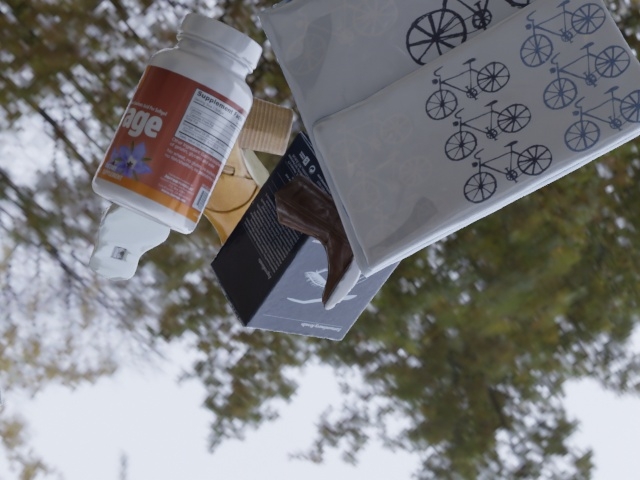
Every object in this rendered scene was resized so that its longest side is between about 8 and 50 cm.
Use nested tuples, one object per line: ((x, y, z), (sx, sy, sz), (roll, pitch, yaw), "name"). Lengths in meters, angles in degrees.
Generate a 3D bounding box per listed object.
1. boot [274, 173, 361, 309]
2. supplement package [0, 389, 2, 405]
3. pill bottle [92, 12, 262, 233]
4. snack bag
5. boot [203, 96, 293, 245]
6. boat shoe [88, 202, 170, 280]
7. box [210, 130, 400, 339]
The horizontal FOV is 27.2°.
((-0.008, -0.001, 1.328), (0.114, 0.037, 0.106), (29, -88, 24), "boot")
((-0.520, 0.158, 1.735), (0.244, 0.139, 0.134), (-6, -88, 63), "supplement package")
((-0.147, -0.127, 1.412), (0.121, 0.121, 0.216), (20, -96, 38), "pill bottle")
((0.123, -0.177, 1.289), (0.323, 0.037, 0.342), (-28, -118, 13), "snack bag")
((-0.166, -0.083, 1.728), (0.211, 0.295, 0.104), (11, -142, -8), "boot")
((-0.231, -0.023, 1.593), (0.219, 0.078, 0.070), (138, -33, -58), "boat shoe")
((0.000, 0.000, 1.483), (0.207, 0.153, 0.108), (-53, -132, 24), "box")
